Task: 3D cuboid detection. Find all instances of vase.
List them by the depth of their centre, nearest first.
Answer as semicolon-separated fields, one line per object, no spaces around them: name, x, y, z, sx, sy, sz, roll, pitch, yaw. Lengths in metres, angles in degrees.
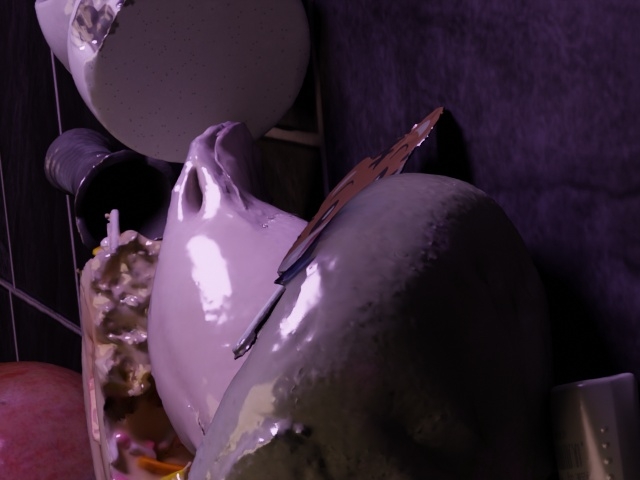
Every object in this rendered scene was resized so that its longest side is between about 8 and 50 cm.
vase;-0.221;-0.060;2.019;0.237;0.115;0.115;-143;48;-67

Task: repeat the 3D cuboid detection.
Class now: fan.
fan;0.000;0.000;1.321;0.008;0.226;0.152;44;145;-9

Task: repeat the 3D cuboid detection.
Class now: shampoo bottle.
shampoo bottle;0.173;0.184;1.138;0.072;0.049;0.212;162;100;-65

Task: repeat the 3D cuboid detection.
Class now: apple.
apple;-0.334;0.285;2.245;0.345;0.269;0.344;48;156;29

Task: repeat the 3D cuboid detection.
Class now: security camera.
security camera;-0.126;-0.190;1.595;0.236;0.195;0.194;-121;30;-56

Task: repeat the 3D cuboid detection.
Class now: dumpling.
dumpling;-0.026;0.102;1.483;0.341;0.181;0.260;51;173;28

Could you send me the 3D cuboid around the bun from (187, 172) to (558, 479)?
bun;0.054;0.110;1.198;0.187;0.293;0.293;28;137;14

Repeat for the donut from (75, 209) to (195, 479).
donut;-0.112;0.189;1.728;0.307;0.150;0.371;101;155;-50
